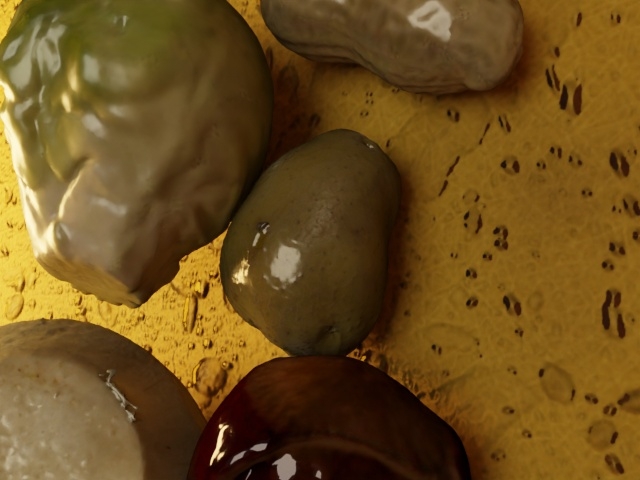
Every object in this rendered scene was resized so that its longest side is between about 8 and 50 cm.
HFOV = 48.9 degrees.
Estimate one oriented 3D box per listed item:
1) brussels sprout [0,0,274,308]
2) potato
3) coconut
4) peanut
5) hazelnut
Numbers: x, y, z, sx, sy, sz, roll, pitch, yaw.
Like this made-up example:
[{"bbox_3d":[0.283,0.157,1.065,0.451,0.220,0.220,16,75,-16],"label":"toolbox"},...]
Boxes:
[{"bbox_3d":[-0.170,-0.110,0.644,0.316,0.243,0.273,-90,24,-44],"label":"brussels sprout"},{"bbox_3d":[0.000,0.000,0.599,0.157,0.157,0.194,27,81,35],"label":"potato"},{"bbox_3d":[-0.229,0.227,0.618,0.323,0.323,0.322,-7,77,33],"label":"coconut"},{"bbox_3d":[0.059,-0.199,0.608,0.257,0.124,0.123,24,95,33],"label":"peanut"},{"bbox_3d":[0.013,0.172,0.522,0.202,0.170,0.160,28,60,6],"label":"hazelnut"}]
